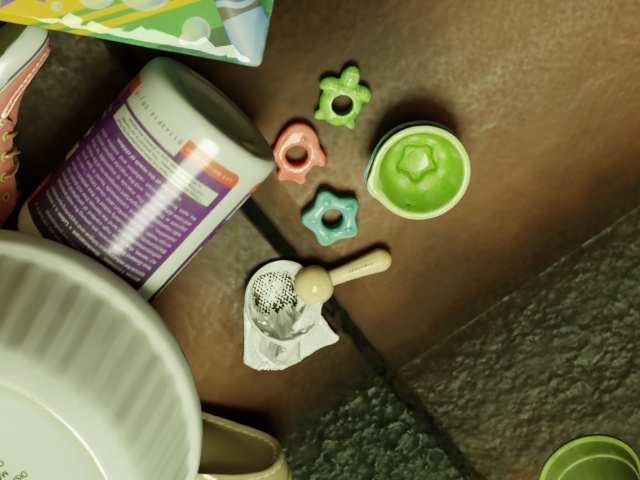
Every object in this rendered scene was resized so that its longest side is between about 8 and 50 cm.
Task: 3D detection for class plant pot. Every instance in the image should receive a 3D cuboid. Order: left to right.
[{"bbox_3d":[0.216,0.204,1.158,0.083,0.079,0.083,-2,113,-6],"label":"plant pot"}]

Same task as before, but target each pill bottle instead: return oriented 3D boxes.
[{"bbox_3d":[-0.131,-0.018,1.005,0.108,0.108,0.193,39,104,-20],"label":"pill bottle"}]

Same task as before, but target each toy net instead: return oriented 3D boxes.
[{"bbox_3d":[0.000,0.000,1.062,0.122,0.045,0.232,28,108,-17],"label":"toy net"}]

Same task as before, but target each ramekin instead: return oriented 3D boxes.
[{"bbox_3d":[-0.214,0.138,0.949,0.273,0.127,0.273,2,114,5],"label":"ramekin"}]

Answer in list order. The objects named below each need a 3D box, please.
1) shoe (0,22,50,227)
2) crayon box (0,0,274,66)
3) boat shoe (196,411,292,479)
[{"bbox_3d":[-0.220,-0.065,1.002,0.081,0.063,0.178,39,107,-25],"label":"shoe"},{"bbox_3d":[-0.176,-0.235,0.907,0.323,0.083,0.203,9,105,-10],"label":"crayon box"},{"bbox_3d":[-0.163,0.129,1.069,0.302,0.109,0.098,11,113,-5],"label":"boat shoe"}]
